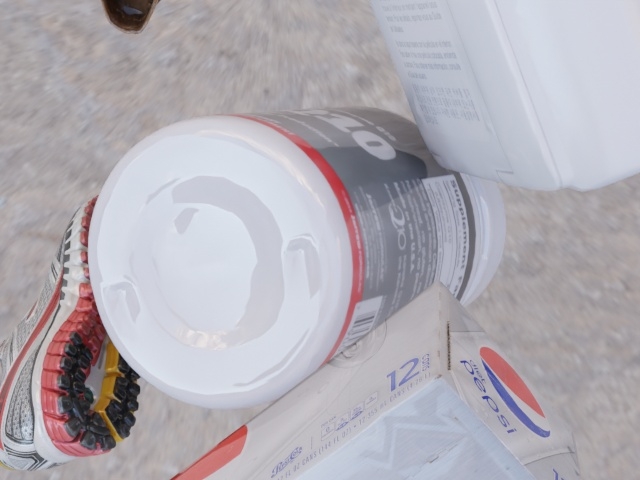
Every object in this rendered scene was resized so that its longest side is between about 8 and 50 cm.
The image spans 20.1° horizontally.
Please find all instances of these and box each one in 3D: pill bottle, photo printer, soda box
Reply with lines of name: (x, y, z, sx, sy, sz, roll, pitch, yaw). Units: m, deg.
pill bottle: (0.000, 0.000, 1.086, 0.161, 0.283, 0.161, 3, 97, 26)
photo printer: (0.076, -0.186, 0.944, 0.107, 0.256, 0.308, -24, 100, -8)
soda box: (-0.029, 0.147, 0.766, 0.286, 0.091, 0.098, -38, 106, 18)

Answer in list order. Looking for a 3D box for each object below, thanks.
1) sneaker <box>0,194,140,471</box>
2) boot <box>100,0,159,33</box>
sneaker: (-0.165, 0.055, 1.163, 0.092, 0.225, 0.088, -25, 120, 27)
boot: (-0.103, -0.239, 1.110, 0.073, 0.152, 0.197, 5, 135, 13)
